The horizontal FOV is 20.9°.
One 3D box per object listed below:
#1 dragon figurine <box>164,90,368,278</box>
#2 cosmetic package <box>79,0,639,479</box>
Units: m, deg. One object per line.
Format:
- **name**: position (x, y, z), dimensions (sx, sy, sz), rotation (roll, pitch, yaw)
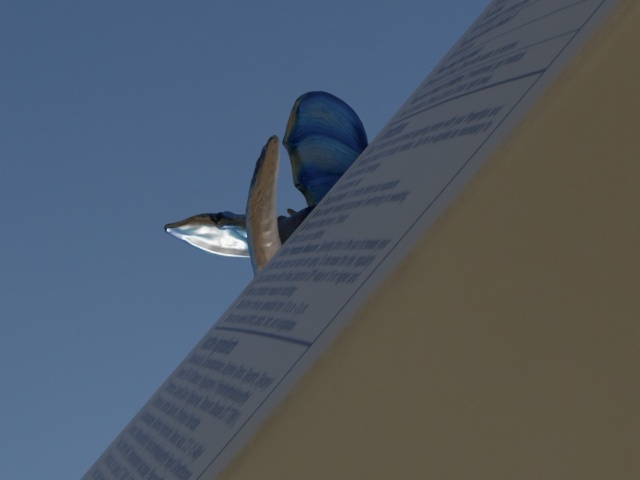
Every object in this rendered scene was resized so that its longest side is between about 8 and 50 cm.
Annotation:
- **dragon figurine**: position (0.000, 0.000, 0.691), dimensions (0.085, 0.289, 0.144), rotation (-43, -121, 11)
- **cosmetic package**: position (0.050, 0.026, 0.390), dimensions (0.113, 0.160, 0.309), rotation (43, -98, -8)
